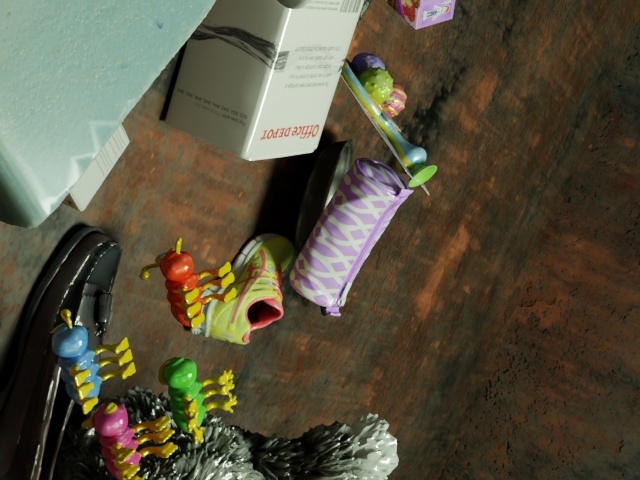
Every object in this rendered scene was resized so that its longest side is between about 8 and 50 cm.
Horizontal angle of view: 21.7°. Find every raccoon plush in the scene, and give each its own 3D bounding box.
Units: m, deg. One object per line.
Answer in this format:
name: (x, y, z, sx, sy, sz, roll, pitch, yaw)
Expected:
raccoon plush: (-0.142, 0.297, 1.791, 0.299, 0.446, 0.216, -91, 159, -65)

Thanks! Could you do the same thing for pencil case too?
pencil case: (0.036, -0.005, 2.130, 0.086, 0.088, 0.206, 5, 123, -40)

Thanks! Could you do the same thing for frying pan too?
frying pan: (0.008, -0.028, 2.324, 0.326, 0.053, 0.197, 83, 23, -74)

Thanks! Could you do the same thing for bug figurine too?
bug figurine: (-0.184, 0.131, 1.732, 0.279, 0.072, 0.216, -37, 122, -53)

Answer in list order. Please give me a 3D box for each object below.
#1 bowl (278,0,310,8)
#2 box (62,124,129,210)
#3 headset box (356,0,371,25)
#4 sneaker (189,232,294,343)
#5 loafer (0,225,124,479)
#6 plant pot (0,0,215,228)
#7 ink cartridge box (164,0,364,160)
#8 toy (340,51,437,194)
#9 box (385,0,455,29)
bowl: (-0.085, -0.358, 1.522, 0.298, 0.134, 0.298, 178, -90, -75)
box: (-0.248, -0.099, 1.528, 0.087, 0.101, 0.102, -59, 157, -19)
headset box: (0.040, -0.312, 2.125, 0.083, 0.032, 0.062, -59, 158, -18)
sneaker: (-0.080, 0.070, 2.157, 0.208, 0.094, 0.081, -49, 153, -42)
loafer: (-0.268, 0.137, 1.749, 0.303, 0.095, 0.109, -65, 158, -4)
plant pot: (-0.270, -0.201, 1.182, 0.248, 0.247, 0.252, -56, 141, -26)
ink cartridge box: (-0.048, -0.239, 1.859, 0.198, 0.114, 0.273, -14, 124, -65)
toy: (0.077, -0.176, 2.090, 0.056, 0.237, 0.137, -31, 162, 9)
box: (0.090, -0.415, 1.892, 0.057, 0.201, 0.293, -19, 136, -26)
